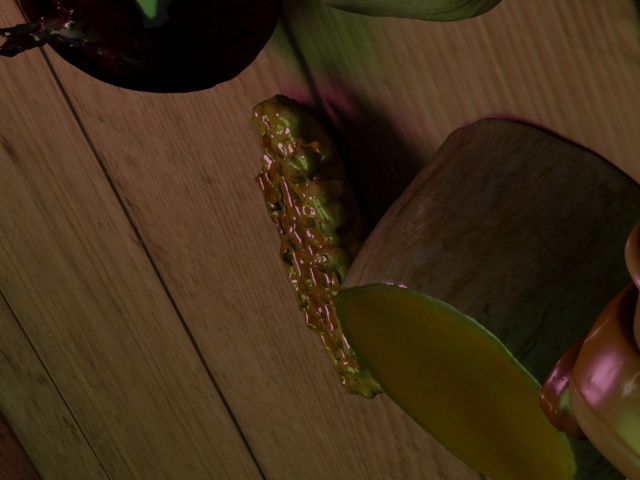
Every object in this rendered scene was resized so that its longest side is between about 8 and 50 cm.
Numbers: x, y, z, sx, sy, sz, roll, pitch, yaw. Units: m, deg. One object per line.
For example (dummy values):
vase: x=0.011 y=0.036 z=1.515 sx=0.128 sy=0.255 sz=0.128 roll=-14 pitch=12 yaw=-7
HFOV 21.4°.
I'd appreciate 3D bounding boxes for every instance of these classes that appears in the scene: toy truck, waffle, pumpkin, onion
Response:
toy truck: x=0.292 y=0.084 z=1.162 sx=0.204 sy=0.288 sz=0.211 roll=41 pitch=130 yaw=25
waffle: x=0.000 y=0.000 z=1.674 sx=0.302 sy=0.068 sz=0.325 roll=-122 pitch=18 yaw=-63
pumpkin: x=0.161 y=0.077 z=1.461 sx=0.332 sy=0.199 sz=0.332 roll=44 pitch=157 yaw=24
onion: x=-0.172 y=-0.235 z=1.529 sx=0.273 sy=0.285 sz=0.273 roll=18 pitch=136 yaw=19

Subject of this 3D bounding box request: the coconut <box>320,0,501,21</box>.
coconut: x=0.047 y=-0.254 z=1.186 sx=0.224 sy=0.224 sz=0.224 roll=40 pitch=154 yaw=24
